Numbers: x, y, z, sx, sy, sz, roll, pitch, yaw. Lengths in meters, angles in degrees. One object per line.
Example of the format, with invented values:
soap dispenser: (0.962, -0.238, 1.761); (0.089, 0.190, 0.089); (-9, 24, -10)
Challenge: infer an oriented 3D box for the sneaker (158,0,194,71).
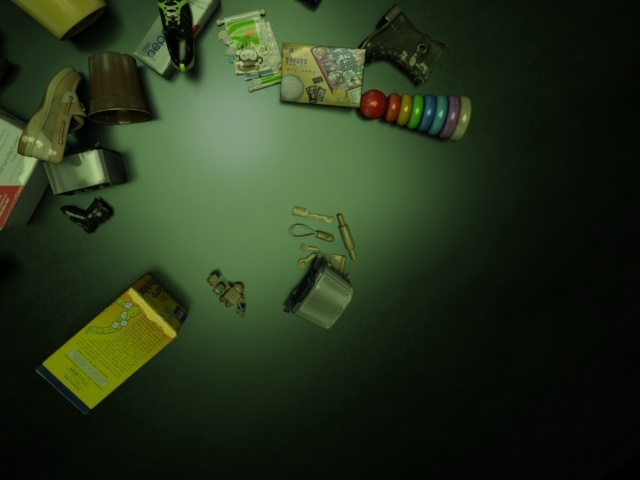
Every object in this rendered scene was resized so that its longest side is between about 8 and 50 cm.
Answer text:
sneaker: (-0.380, -0.573, 1.226); (0.084, 0.097, 0.234); (-12, 103, -7)

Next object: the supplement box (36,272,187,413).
supplement box: (-0.610, 0.299, 1.382); (0.356, 0.194, 0.195); (-40, 101, 0)

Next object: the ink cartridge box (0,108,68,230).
ink cartridge box: (-0.969, -0.243, 1.269); (0.385, 0.160, 0.279); (29, 95, -10)

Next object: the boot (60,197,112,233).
boot: (-0.702, -0.089, 1.385); (0.099, 0.045, 0.121); (-44, 108, 4)

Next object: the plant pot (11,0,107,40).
plant pot: (-0.712, -0.676, 1.202); (0.254, 0.254, 0.239); (-37, 117, 0)

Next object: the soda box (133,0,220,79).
soda box: (-0.406, -0.611, 1.314); (0.098, 0.091, 0.286); (36, 93, -11)

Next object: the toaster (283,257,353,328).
toaster: (0.001, 0.181, 1.468); (0.146, 0.129, 0.227); (32, 100, -15)

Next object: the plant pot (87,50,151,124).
plant pot: (-0.577, -0.429, 1.296); (0.167, 0.167, 0.165); (-8, 92, -6)

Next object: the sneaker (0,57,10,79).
sneaker: (-0.981, -0.563, 1.255); (0.146, 0.102, 0.293); (-41, 106, -3)

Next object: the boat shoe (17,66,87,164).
boat shoe: (-0.699, -0.336, 1.243); (0.110, 0.341, 0.121); (21, 139, -26)

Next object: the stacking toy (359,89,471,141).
stacking toy: (0.284, -0.404, 1.417); (0.330, 0.141, 0.141); (10, 98, -4)

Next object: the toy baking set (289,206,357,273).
toy baking set: (0.007, -0.001, 1.492); (0.197, 0.030, 0.256); (-16, 101, -4)

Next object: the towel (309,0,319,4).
towel: (-0.031, -0.879, 1.332); (0.228, 0.076, 0.308); (30, 94, -18)

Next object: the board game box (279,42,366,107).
board game box: (0.006, -0.488, 1.357); (0.243, 0.042, 0.165); (7, 112, 4)

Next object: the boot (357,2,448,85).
boot: (0.240, -0.559, 1.404); (0.229, 0.091, 0.263); (39, 96, -15)

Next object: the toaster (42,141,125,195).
toaster: (-0.665, -0.199, 1.302); (0.168, 0.186, 0.110); (-15, 96, -5)

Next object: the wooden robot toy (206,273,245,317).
wooden robot toy: (-0.286, 0.164, 1.478); (0.173, 0.076, 0.079); (47, 56, -11)

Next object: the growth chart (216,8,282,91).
growth chart: (-0.201, -0.571, 1.382); (0.172, 0.021, 0.237); (-24, 100, -2)
